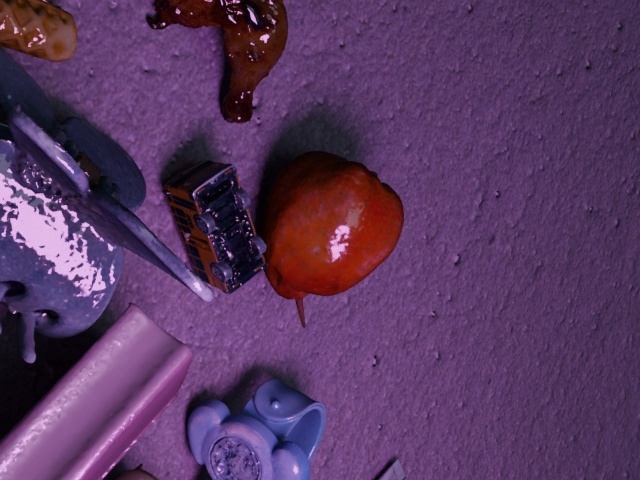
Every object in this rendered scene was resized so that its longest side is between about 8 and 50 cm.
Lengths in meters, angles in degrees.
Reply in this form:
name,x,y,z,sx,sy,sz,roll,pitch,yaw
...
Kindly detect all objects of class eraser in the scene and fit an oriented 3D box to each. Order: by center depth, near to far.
name,x,y,z,sx,sy,sz,roll,pitch,yaw
eraser,-0.330,0.273,1.557,0.122,0.272,0.359,40,66,2

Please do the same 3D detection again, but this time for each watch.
name,x,y,z,sx,sy,sz,roll,pitch,yaw
watch,-0.082,0.319,1.867,0.193,0.211,0.210,-23,115,-57

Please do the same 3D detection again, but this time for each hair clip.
name,x,y,z,sx,sy,sz,roll,pitch,yaw
hair clip,-0.352,-0.029,1.460,0.238,0.392,0.318,-41,127,2

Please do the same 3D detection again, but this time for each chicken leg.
name,x,y,z,sx,sy,sz,roll,pitch,yaw
chicken leg,-0.136,-0.307,1.692,0.177,0.083,0.322,-30,128,11

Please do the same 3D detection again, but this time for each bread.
name,x,y,z,sx,sy,sz,roll,pitch,yaw
bread,-0.448,-0.287,1.439,0.368,0.077,0.084,14,49,-44

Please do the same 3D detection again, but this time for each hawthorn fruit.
name,x,y,z,sx,sy,sz,roll,pitch,yaw
hawthorn fruit,0.000,0.000,1.833,0.210,0.210,0.262,27,88,-42

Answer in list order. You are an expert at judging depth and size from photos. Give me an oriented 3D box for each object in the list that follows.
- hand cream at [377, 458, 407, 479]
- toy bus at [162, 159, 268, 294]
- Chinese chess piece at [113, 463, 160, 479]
name,x,y,z,sx,sy,sz,roll,pitch,yaw
hand cream,0.047,0.515,2.088,0.331,0.058,0.085,-39,121,-29
toy bus,-0.154,-0.026,1.753,0.091,0.103,0.182,-37,128,-30
Chinese chess piece,-0.232,0.411,1.725,0.083,0.188,0.188,-42,124,-26
